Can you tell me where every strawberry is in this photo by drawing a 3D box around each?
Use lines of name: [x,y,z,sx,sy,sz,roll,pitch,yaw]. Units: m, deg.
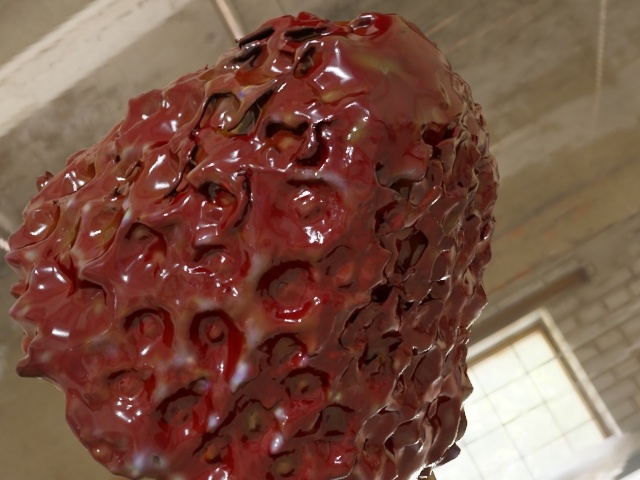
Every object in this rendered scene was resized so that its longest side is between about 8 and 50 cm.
strawberry: [0.000,0.000,0.490,0.234,0.234,0.178,-9,-30,-39]

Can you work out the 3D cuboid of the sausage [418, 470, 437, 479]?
sausage: [0.022,0.111,0.685,0.054,0.183,0.062,-28,3,12]
